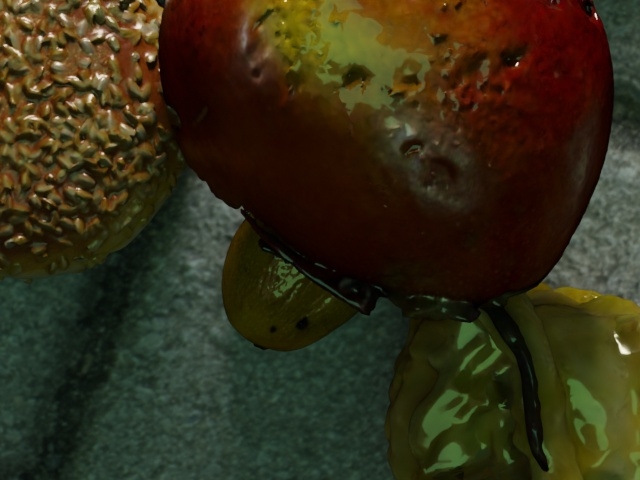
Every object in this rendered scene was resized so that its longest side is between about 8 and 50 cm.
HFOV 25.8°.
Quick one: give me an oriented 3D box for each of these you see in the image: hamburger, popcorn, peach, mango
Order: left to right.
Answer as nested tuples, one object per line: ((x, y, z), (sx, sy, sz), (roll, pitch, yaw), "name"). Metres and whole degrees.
((-0.277, -0.132, 1.341), (0.330, 0.250, 0.330), (-1, 102, -3), "hamburger")
((-0.001, 0.002, 1.454), (0.157, 0.109, 0.262), (34, 97, -5), "mango")
((0.068, -0.131, 1.212), (0.353, 0.339, 0.416), (-15, 115, 36), "peach")
((0.215, 0.166, 1.371), (0.349, 0.349, 0.382), (-29, 140, 4), "popcorn")
